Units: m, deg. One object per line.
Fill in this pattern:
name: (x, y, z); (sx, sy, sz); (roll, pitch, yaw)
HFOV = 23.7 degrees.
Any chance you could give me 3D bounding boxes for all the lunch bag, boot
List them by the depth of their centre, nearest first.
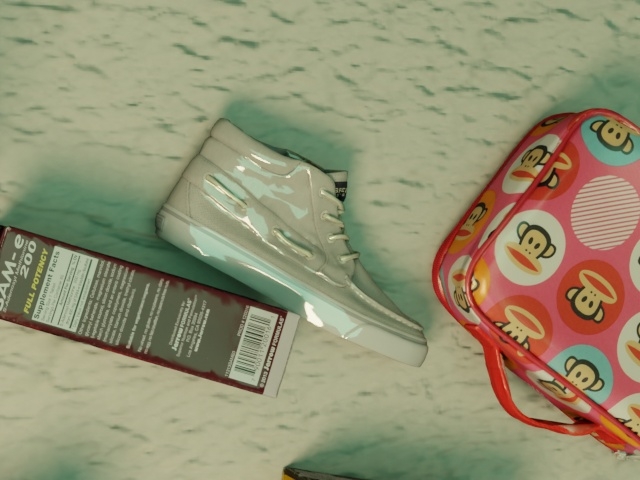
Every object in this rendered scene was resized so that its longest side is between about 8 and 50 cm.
boot: (0.000, 0.000, 1.271); (0.258, 0.095, 0.123); (29, 90, -14)
lunch bag: (0.251, 0.057, 1.334); (0.293, 0.120, 0.258); (40, 81, -14)

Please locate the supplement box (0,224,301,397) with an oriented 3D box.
supplement box: (-0.150, 0.054, 1.211); (0.239, 0.130, 0.073); (18, 86, -15)

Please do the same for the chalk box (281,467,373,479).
chalk box: (0.073, 0.277, 1.280); (0.213, 0.132, 0.132); (11, 88, -15)
